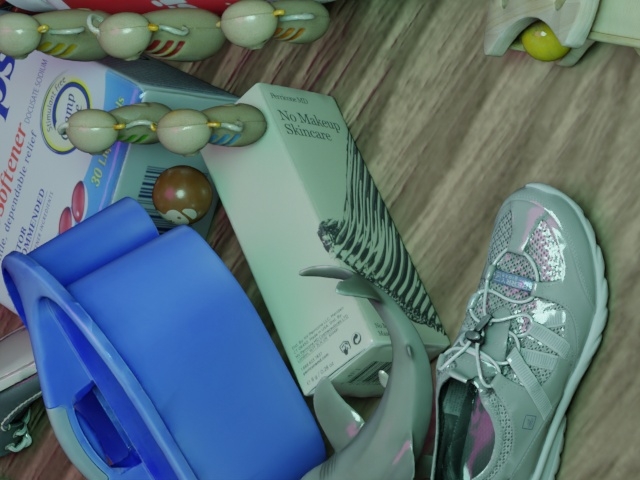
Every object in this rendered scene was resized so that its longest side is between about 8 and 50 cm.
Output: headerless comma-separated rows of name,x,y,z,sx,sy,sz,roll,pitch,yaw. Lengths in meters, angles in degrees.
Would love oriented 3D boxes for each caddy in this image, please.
caddy,-0.149,0.130,1.569,0.241,0.179,0.341,25,147,57

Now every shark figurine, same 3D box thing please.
shark figurine,0.053,0.146,1.451,0.116,0.166,0.278,-98,16,-58

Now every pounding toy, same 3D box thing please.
pounding toy,0.239,-0.196,1.369,0.269,0.155,0.154,136,139,-68

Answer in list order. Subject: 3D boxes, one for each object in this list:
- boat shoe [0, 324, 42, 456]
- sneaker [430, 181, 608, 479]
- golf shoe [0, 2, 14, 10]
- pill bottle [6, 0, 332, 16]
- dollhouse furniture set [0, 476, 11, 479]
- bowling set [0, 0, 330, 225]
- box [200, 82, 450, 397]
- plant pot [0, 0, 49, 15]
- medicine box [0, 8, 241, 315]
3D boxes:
boat shoe,-0.350,0.180,1.933,0.319,0.116,0.099,-29,110,30
sneaker,0.151,0.092,1.441,0.105,0.115,0.281,10,93,43
golf shoe,-0.383,-0.200,1.988,0.198,0.077,0.094,-52,55,28
pill bottle,-0.141,-0.315,1.671,0.408,0.229,0.229,0,86,43
dollhouse furniture set,-0.340,0.319,1.948,0.081,0.091,0.114,102,178,-65
bowling set,-0.131,-0.108,1.531,0.287,0.154,0.199,-3,94,29
box,0.000,0.000,1.594,0.094,0.113,0.275,-40,62,32
plant pot,-0.373,-0.317,1.874,0.191,0.174,0.191,-4,63,8
medicine box,-0.248,-0.065,1.802,0.289,0.149,0.263,27,104,40
